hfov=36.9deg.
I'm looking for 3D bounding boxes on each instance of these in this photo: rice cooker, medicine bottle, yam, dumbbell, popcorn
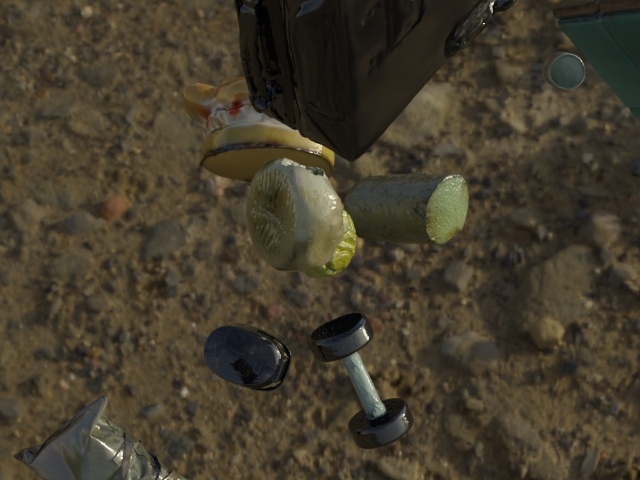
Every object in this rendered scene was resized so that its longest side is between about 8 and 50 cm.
[{"bbox_3d":[-0.137,0.217,1.804,0.165,0.106,0.112,21,92,1],"label":"rice cooker"},{"bbox_3d":[0.313,-0.219,1.235,0.047,0.047,0.083,4,12,6],"label":"medicine bottle"},{"bbox_3d":[0.192,-0.070,2.106,0.268,0.161,0.161,3,41,47],"label":"yam"},{"bbox_3d":[0.062,0.212,1.454,0.100,0.191,0.100,-24,13,6],"label":"dumbbell"},{"bbox_3d":[0.000,0.000,1.736,0.141,0.162,0.135,-37,86,-9],"label":"popcorn"}]

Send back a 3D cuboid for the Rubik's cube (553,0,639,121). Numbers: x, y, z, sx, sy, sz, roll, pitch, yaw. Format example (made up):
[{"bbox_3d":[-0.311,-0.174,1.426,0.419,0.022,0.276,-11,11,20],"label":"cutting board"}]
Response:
[{"bbox_3d":[0.399,-0.210,0.867,0.221,0.231,0.225,-49,20,-6],"label":"Rubik's cube"}]

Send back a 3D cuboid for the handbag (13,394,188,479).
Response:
[{"bbox_3d":[-0.296,0.352,1.421,0.182,0.270,0.117,-41,13,19],"label":"handbag"}]

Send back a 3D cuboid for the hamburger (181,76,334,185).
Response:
[{"bbox_3d":[-0.119,-0.223,1.884,0.303,0.261,0.186,-3,76,7],"label":"hamburger"}]

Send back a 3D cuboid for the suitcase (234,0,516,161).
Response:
[{"bbox_3d":[0.049,-0.276,0.907,0.188,0.345,0.339,30,65,20],"label":"suitcase"}]

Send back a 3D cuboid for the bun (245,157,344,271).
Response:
[{"bbox_3d":[-0.032,-0.049,1.552,0.128,0.193,0.178,-12,40,-32],"label":"bun"}]
